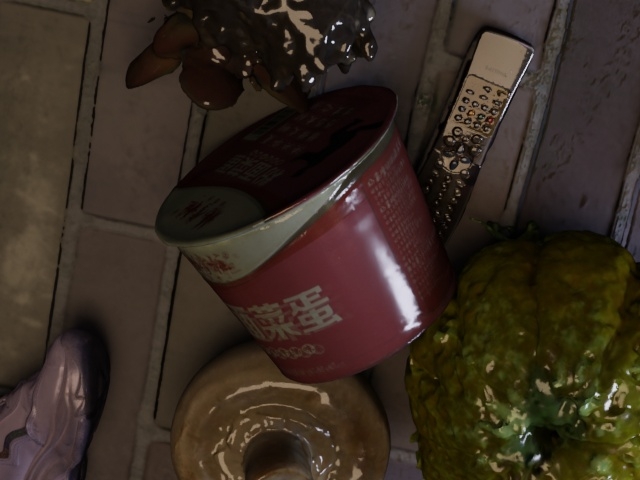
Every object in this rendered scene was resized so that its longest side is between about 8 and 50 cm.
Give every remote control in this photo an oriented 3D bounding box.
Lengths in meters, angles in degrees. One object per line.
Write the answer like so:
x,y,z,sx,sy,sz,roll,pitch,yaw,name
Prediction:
0.127,-0.090,1.521,0.059,0.028,0.212,20,113,-8,remote control

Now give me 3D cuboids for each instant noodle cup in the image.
0.000,0.000,1.463,0.234,0.235,0.178,-25,112,14,instant noodle cup

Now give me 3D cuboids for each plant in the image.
-0.047,-0.206,1.408,0.204,0.178,0.234,14,107,-2,plant

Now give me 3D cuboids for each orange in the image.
0.211,0.144,1.508,0.300,0.223,0.301,25,113,1,orange

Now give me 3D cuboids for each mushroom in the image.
-0.037,0.198,1.555,0.207,0.215,0.207,0,106,-1,mushroom

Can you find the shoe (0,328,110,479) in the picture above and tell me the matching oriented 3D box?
-0.285,0.180,1.633,0.137,0.095,0.245,15,119,-4,shoe
